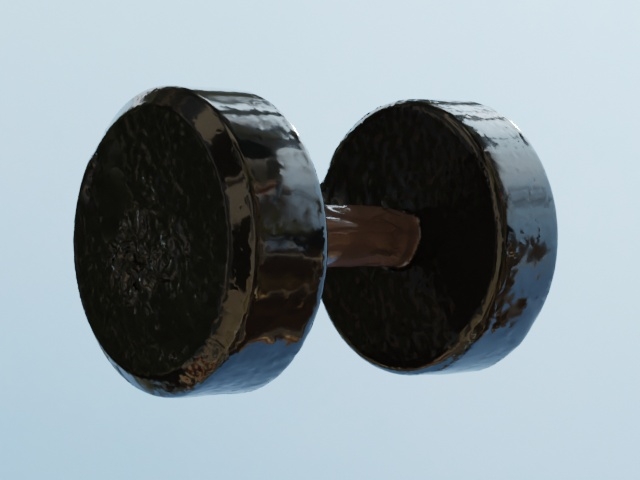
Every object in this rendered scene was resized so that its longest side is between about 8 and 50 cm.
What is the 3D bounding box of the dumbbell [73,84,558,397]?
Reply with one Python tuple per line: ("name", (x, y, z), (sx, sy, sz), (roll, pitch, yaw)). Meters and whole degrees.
("dumbbell", (0.000, 0.000, 0.781), (0.152, 0.218, 0.152), (2, -87, 50))
